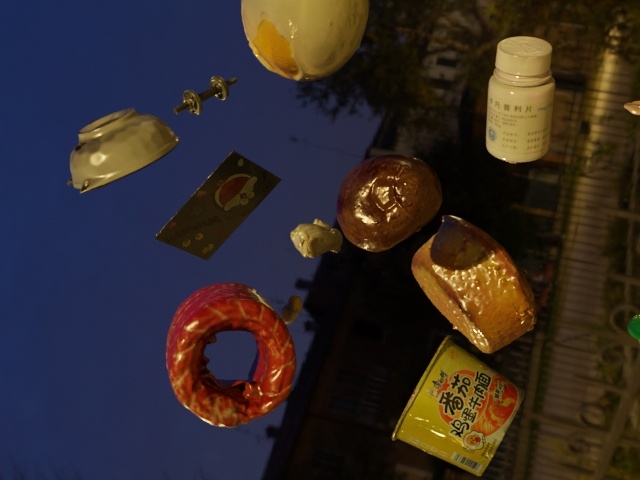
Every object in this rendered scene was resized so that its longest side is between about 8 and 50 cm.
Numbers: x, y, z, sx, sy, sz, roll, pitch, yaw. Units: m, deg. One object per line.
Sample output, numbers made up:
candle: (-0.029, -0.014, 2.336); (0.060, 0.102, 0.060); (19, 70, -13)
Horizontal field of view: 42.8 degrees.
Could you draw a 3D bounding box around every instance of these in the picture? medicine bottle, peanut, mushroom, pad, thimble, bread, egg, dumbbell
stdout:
medicine bottle: (0.517, -0.362, 2.103); (0.170, 0.170, 0.293); (-61, -27, -52)
peanut: (-0.085, 0.203, 2.404); (0.113, 0.054, 0.054); (-61, -1, 37)
mushroom: (0.002, -0.001, 2.227); (0.099, 0.096, 0.278); (65, -159, 9)
pad: (-0.207, -0.066, 1.682); (0.245, 0.006, 0.170); (-46, -36, 11)
mushroom: (0.137, -0.088, 1.702); (0.231, 0.194, 0.138); (-43, -4, -2)
thimble: (-0.239, 0.294, 2.125); (0.230, 0.350, 0.350); (-157, 77, -71)
bread: (0.383, 0.111, 2.065); (0.204, 0.358, 0.337); (-36, -19, -9)
egg: (-0.031, -0.529, 1.779); (0.283, 0.283, 0.345); (-64, -17, -46)
dumbbell: (-0.353, -0.449, 2.520); (0.254, 0.081, 0.081); (-36, -38, -34)

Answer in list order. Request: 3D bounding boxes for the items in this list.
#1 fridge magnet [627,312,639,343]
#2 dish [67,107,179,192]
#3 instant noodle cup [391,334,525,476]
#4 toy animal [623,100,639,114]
fridge magnet: (0.928, 0.237, 2.169); (0.208, 0.208, 0.088); (-48, -48, -65)
dish: (-0.488, -0.231, 1.942); (0.120, 0.303, 0.303); (68, -153, -21)
instant noodle cup: (0.297, 0.356, 1.722); (0.264, 0.200, 0.264); (-55, -16, -25)
toy animal: (0.877, -0.374, 1.955); (0.250, 0.166, 0.154); (-47, -44, 5)
